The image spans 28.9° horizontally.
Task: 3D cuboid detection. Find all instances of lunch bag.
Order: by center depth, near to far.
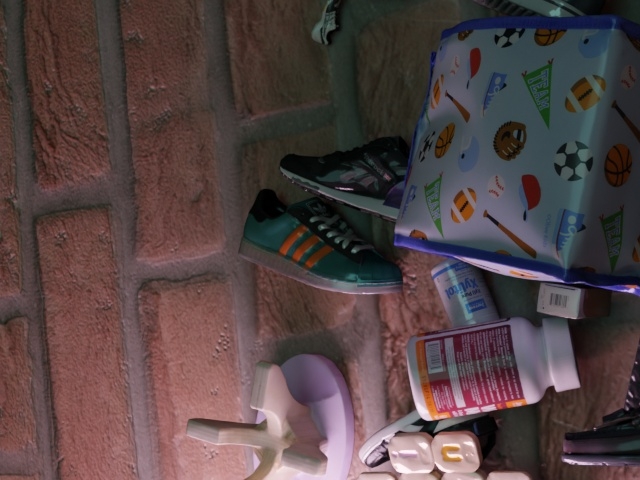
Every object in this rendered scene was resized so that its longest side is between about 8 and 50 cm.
[{"bbox_3d":[0.270,-0.116,1.620,0.385,0.238,0.328,10,88,50],"label":"lunch bag"}]

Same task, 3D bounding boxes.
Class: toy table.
[{"bbox_3d":[-0.061,0.313,1.900,0.252,0.161,0.274,-3,86,33],"label":"toy table"}]

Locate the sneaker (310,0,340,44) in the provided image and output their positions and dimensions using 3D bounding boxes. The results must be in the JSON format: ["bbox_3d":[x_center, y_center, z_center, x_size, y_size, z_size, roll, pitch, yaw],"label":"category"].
[{"bbox_3d":[0.018,-0.345,1.943,0.037,0.032,0.083,32,112,16],"label":"sneaker"}]

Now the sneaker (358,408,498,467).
[{"bbox_3d":[0.159,0.306,1.799,0.217,0.079,0.121,-38,68,26],"label":"sneaker"}]

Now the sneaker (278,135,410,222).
[{"bbox_3d":[0.076,-0.104,1.865,0.283,0.107,0.124,20,91,25],"label":"sneaker"}]

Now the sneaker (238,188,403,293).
[{"bbox_3d":[0.000,0.000,1.896,0.302,0.108,0.121,17,103,34],"label":"sneaker"}]

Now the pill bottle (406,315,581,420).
[{"bbox_3d":[0.236,0.170,1.696,0.221,0.121,0.121,-11,82,12],"label":"pill bottle"}]

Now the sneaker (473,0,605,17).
[{"bbox_3d":[0.266,-0.383,1.720,0.321,0.126,0.127,32,95,36],"label":"sneaker"}]

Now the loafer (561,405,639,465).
[{"bbox_3d":[0.444,0.230,1.539,0.302,0.109,0.095,-9,78,32],"label":"loafer"}]

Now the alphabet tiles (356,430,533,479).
[{"bbox_3d":[0.189,0.405,1.766,0.277,0.021,0.284,-8,101,31],"label":"alphabet tiles"}]

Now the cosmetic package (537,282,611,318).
[{"bbox_3d":[0.341,0.079,1.662,0.060,0.115,0.041,9,94,32],"label":"cosmetic package"}]

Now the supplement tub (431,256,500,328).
[{"bbox_3d":[0.208,0.078,1.778,0.071,0.071,0.107,-30,73,29],"label":"supplement tub"}]

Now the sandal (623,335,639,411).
[{"bbox_3d":[0.494,0.085,1.582,0.167,0.107,0.446,26,116,30],"label":"sandal"}]
